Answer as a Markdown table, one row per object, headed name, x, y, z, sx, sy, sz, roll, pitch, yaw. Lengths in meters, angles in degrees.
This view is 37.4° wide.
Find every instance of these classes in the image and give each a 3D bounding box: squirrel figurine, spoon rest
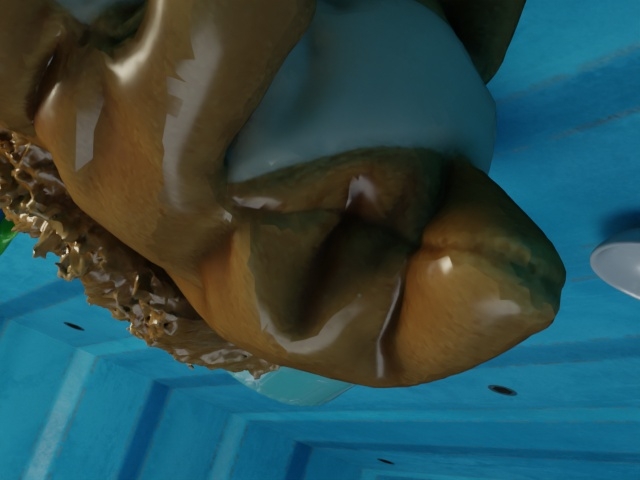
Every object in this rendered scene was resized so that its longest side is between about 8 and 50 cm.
| name | x | y | z | sx | sy | sz | roll | pitch | yaw |
| --- | --- | --- | --- | --- | --- | --- | --- | --- | --- |
| squirrel figurine | -0.115 | -0.076 | 0.539 | 0.371 | 0.281 | 0.397 | 22 | 148 | -19 |
| spoon rest | 0.415 | 0.057 | 0.981 | 0.277 | 0.084 | 0.137 | 18 | 159 | -1 |

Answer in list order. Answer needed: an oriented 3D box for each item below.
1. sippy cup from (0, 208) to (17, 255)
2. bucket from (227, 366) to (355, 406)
| name | x | y | z | sx | sy | sz | roll | pitch | yaw |
| --- | --- | --- | --- | --- | --- | --- | --- | --- | --- |
| sippy cup | -0.569 | -0.074 | 1.299 | 0.240 | 0.306 | 0.224 | 58 | 176 | 42 |
| bucket | 0.000 | 0.000 | 0.852 | 0.281 | 0.281 | 0.183 | 31 | 122 | -30 |
